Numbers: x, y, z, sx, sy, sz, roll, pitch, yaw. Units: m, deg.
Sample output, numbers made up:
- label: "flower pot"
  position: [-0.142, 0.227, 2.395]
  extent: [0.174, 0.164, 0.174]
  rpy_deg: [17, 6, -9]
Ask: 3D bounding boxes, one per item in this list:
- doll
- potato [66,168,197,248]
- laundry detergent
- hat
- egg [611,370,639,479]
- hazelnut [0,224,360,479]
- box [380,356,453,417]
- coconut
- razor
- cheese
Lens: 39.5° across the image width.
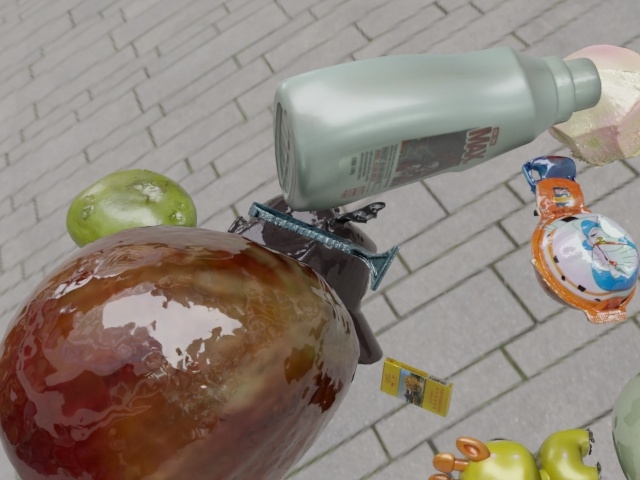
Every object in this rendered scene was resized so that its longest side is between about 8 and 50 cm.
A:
- label: "doll"
  position: [0.253, 0.306, 1.176]
  extent: [0.221, 0.143, 0.135]
  rpy_deg: [1, 41, -3]
- label: "potato"
  position: [-0.342, -0.044, 1.608]
  extent: [0.253, 0.148, 0.186]
  rpy_deg: [-3, 69, 19]
- label: "laundry detergent"
  position: [0.145, -0.147, 1.106]
  extent: [0.398, 0.264, 0.124]
  rpy_deg: [-14, 70, -9]
- label: "hat"
  position: [0.033, 0.027, 1.461]
  extent: [0.209, 0.336, 0.238]
  rpy_deg: [-44, 12, -1]
- label: "egg"
  position: [0.423, 0.218, 0.921]
  extent: [0.218, 0.218, 0.295]
  rpy_deg: [-44, 20, -12]
- label: "hazelnut"
  position: [-0.156, 0.148, 1.031]
  extent: [0.421, 0.421, 0.352]
  rpy_deg: [-27, 58, 7]
- label: "box"
  position: [0.203, 0.310, 1.891]
  extent: [0.155, 0.087, 0.023]
  rpy_deg: [19, 39, 23]
- label: "coconut"
  position: [0.564, -0.274, 1.803]
  extent: [0.233, 0.245, 0.233]
  rpy_deg: [-16, 62, 34]
- label: "razor"
  position: [-0.001, -0.002, 1.091]
  extent: [0.066, 0.190, 0.033]
  rpy_deg: [-63, 18, 13]
- label: "cheese"
  position: [0.447, -0.004, 1.568]
  extent: [0.217, 0.129, 0.329]
  rpy_deg: [-1, 61, -23]
